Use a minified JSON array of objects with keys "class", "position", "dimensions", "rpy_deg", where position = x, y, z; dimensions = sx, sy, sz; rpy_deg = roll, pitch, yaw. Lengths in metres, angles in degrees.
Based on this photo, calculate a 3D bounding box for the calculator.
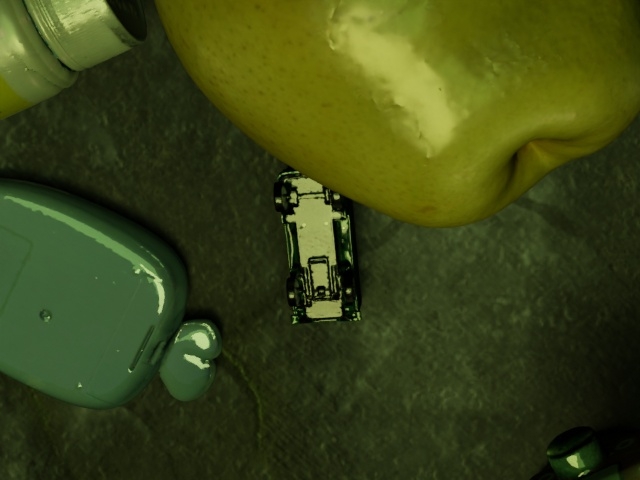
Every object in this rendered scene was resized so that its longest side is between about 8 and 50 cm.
[{"class":"calculator","position":[-0.229,0.054,1.655],"dimensions":[0.303,0.042,0.188],"rpy_deg":[26,108,-2]}]

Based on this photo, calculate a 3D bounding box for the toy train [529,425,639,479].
[{"class":"toy train","position":[0.268,0.303,1.452],"dimensions":[0.129,0.159,0.326],"rpy_deg":[-26,102,14]}]

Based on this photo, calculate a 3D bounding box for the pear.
[{"class":"pear","position":[0.056,-0.211,1.370],"dimensions":[0.362,0.362,0.418],"rpy_deg":[-39,73,15]}]

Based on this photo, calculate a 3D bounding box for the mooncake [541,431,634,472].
[{"class":"mooncake","position":[0.325,0.362,1.642],"dimensions":[0.378,0.201,0.378],"rpy_deg":[1,108,4]}]

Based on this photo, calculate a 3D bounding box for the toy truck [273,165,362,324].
[{"class":"toy truck","position":[0.000,0.000,1.600],"dimensions":[0.065,0.079,0.147],"rpy_deg":[-4,110,7]}]

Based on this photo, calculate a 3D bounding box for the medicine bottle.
[{"class":"medicine bottle","position":[-0.286,-0.171,1.528],"dimensions":[0.258,0.143,0.143],"rpy_deg":[-23,106,10]}]
